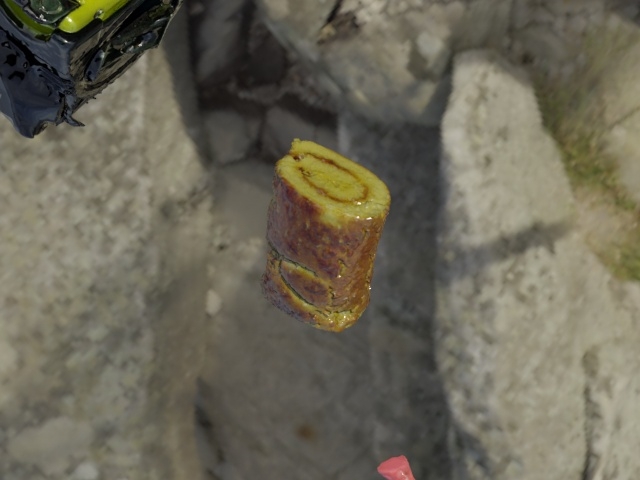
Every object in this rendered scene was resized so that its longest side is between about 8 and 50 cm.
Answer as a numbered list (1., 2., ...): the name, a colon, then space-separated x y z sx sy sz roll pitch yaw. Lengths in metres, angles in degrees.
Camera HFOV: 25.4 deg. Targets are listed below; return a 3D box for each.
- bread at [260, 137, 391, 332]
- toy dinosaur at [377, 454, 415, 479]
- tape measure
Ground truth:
1. bread: 0.000 0.000 1.462 0.132 0.103 0.172 29 135 18
2. toy dinosaur: 0.068 0.221 0.786 0.286 0.070 0.139 -148 35 -74
3. tape measure: -0.183 -0.190 1.143 0.112 0.186 0.199 42 151 1
